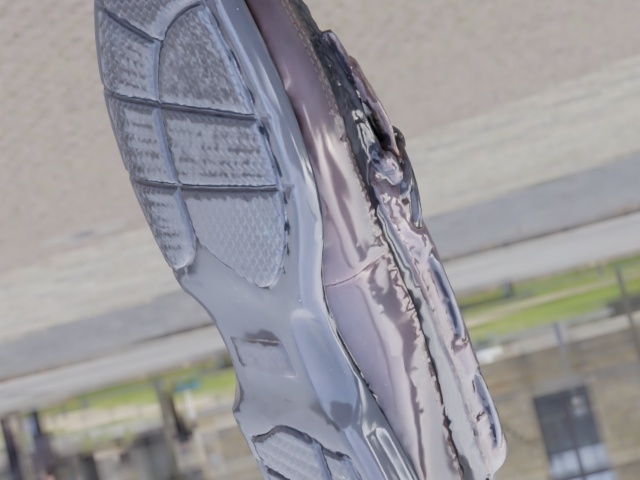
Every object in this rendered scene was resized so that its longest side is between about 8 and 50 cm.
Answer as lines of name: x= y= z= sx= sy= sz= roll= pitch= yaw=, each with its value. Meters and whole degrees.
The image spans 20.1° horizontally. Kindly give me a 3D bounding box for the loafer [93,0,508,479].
loafer: x=0.000 y=0.000 z=0.718 sx=0.109 sy=0.302 sz=0.095 roll=12 pitch=-141 yaw=46
